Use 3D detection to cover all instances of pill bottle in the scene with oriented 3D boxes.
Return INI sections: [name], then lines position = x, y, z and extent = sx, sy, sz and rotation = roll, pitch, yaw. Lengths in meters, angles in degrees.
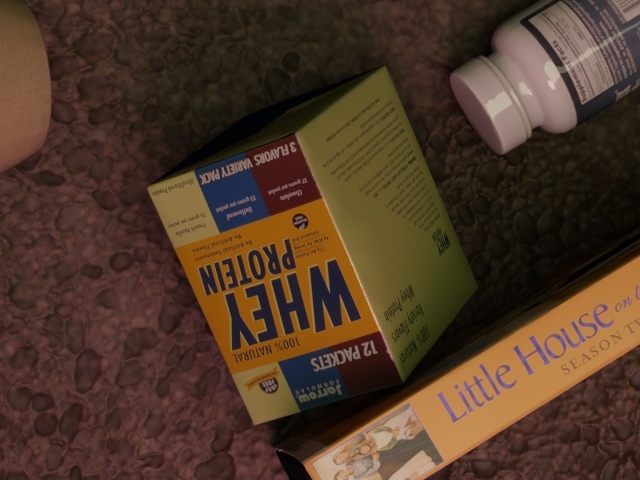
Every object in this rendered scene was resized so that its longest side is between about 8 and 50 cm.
[pill bottle]
position = 0.202, -0.151, 1.527
extent = 0.180, 0.108, 0.108
rotation = -32, 102, -6

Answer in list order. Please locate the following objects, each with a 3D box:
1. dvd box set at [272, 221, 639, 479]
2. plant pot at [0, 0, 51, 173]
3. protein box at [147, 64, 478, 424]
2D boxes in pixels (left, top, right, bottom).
[dvd box set]
position = 0.163, 0.081, 1.445
extent = 0.420, 0.307, 0.062
rotation = -31, 89, -6
[plant pot]
position = -0.348, -0.107, 1.362
extent = 0.274, 0.256, 0.256
rotation = -9, 99, -28
[protein box]
position = 0.000, 0.000, 1.436
extent = 0.136, 0.200, 0.201
rotation = -18, 102, 27
